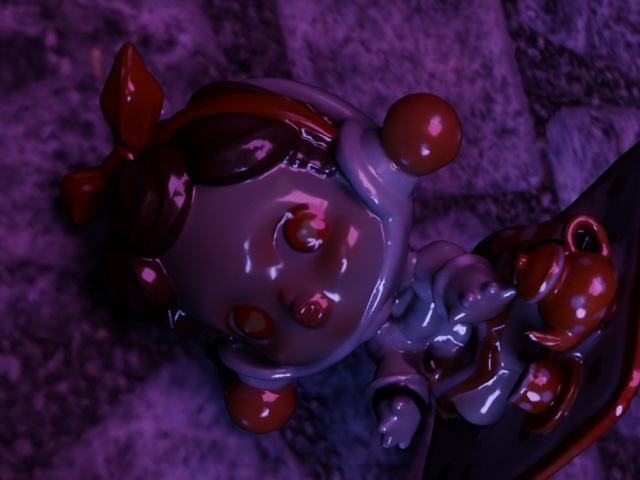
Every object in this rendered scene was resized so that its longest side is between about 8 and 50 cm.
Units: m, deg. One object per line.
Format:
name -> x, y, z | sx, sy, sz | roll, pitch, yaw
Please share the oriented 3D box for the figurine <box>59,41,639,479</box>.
figurine -> 0.000, 0.000, 0.629 | 0.226, 0.183, 0.160 | 28, 49, -11
